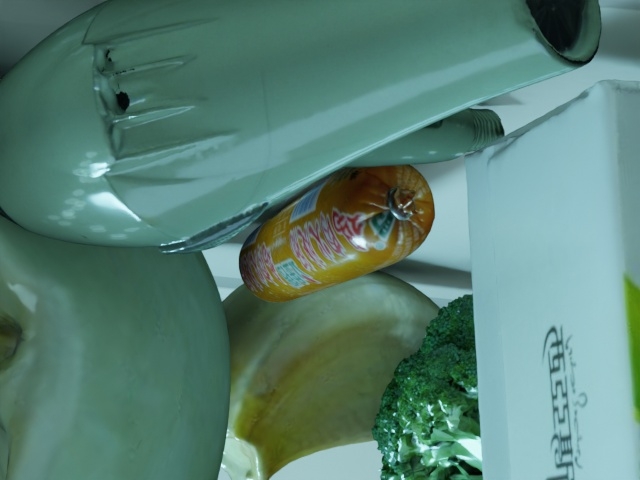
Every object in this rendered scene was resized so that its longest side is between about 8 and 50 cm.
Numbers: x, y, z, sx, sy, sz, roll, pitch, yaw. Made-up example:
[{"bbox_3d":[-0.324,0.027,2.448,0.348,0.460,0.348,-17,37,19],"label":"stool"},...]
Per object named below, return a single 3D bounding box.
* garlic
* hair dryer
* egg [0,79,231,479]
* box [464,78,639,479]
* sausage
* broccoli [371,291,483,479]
[{"bbox_3d":[0.014,0.095,1.247,0.245,0.164,0.145,0,167,-35],"label":"garlic"},{"bbox_3d":[0.025,-0.049,0.551,0.225,0.088,0.219,-5,175,-31],"label":"hair dryer"},{"bbox_3d":[-0.175,0.067,0.739,0.278,0.278,0.336,6,177,0],"label":"egg"},{"bbox_3d":[0.188,0.058,0.586,0.260,0.194,0.111,2,168,-24],"label":"box"},{"bbox_3d":[0.000,0.000,0.943,0.053,0.053,0.348,7,172,-11],"label":"sausage"},{"bbox_3d":[0.167,0.149,1.132,0.270,0.270,0.270,8,-145,-17],"label":"broccoli"}]
